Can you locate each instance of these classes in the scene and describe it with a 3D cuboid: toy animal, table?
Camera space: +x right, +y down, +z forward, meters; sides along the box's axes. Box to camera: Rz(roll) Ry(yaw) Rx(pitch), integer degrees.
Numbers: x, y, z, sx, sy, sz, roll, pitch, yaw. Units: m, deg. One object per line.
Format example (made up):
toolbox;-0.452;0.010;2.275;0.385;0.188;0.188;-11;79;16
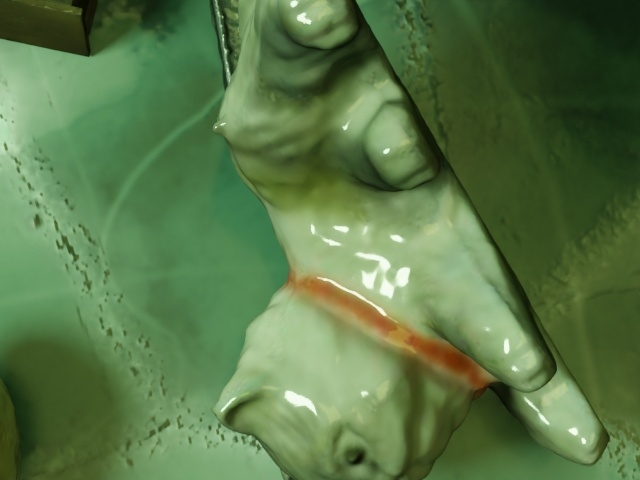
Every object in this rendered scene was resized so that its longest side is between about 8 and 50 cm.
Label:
toy animal;0.000;0.000;0.758;0.188;0.308;0.266;-25;61;12
table;-0.174;-0.169;0.843;0.083;0.070;0.082;12;77;-2

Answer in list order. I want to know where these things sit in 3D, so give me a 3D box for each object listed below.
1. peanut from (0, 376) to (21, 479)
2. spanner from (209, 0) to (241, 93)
peanut;-0.218;0.179;0.767;0.101;0.117;0.263;11;77;-25
spanner;-0.062;-0.212;0.883;0.093;0.026;0.325;-10;84;-7
